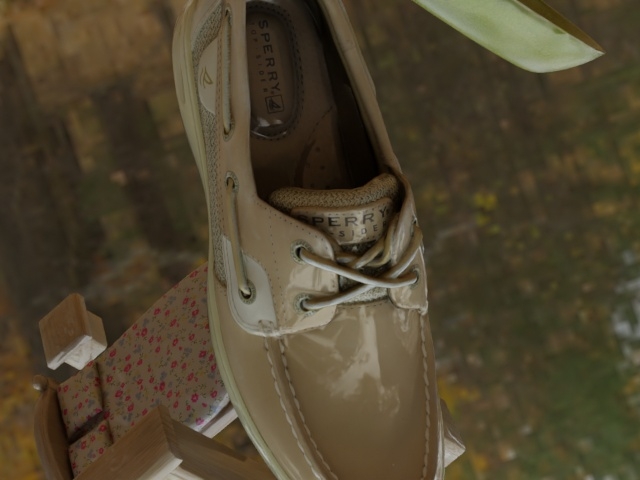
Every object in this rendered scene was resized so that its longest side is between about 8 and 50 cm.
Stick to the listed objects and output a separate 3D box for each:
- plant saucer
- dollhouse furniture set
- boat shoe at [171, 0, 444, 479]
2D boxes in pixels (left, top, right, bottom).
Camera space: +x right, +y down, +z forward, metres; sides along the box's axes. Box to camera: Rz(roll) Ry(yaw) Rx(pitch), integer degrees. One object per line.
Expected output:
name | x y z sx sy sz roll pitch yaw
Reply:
plant saucer | 0.066 -0.169 1.197 0.037 0.241 0.241 -56 175 12
dollhouse furniture set | -0.108 0.072 1.358 0.303 0.355 0.174 -41 133 19
boat shoe | 0.000 0.000 0.972 0.109 0.302 0.098 -11 173 -19
